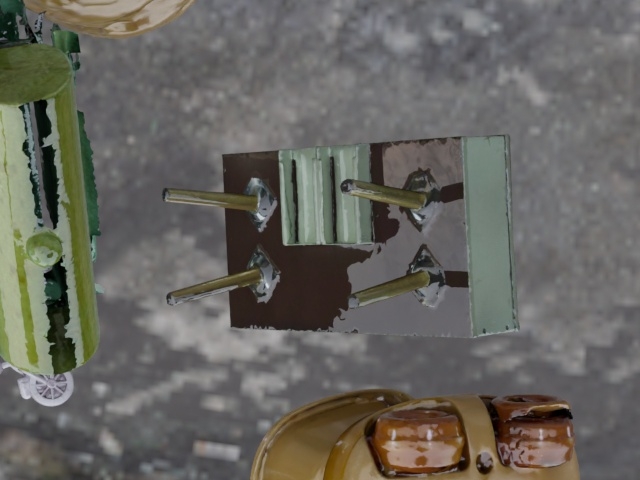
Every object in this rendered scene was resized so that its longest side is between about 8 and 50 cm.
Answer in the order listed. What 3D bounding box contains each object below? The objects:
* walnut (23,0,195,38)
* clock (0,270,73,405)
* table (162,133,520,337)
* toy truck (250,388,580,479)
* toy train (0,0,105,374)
[{"bbox_3d":[-0.224,-0.348,1.901,0.332,0.333,0.333,5,151,3],"label":"walnut"},{"bbox_3d":[-0.266,0.089,1.731,0.087,0.129,0.041,-14,-178,-10],"label":"clock"},{"bbox_3d":[0.000,0.000,1.206,0.111,0.122,0.240,-4,-179,-39],"label":"table"},{"bbox_3d":[0.101,0.244,1.803,0.288,0.204,0.211,-3,-176,-33],"label":"toy truck"},{"bbox_3d":[-0.223,-0.044,1.524,0.126,0.189,0.307,-19,127,-25],"label":"toy train"}]
